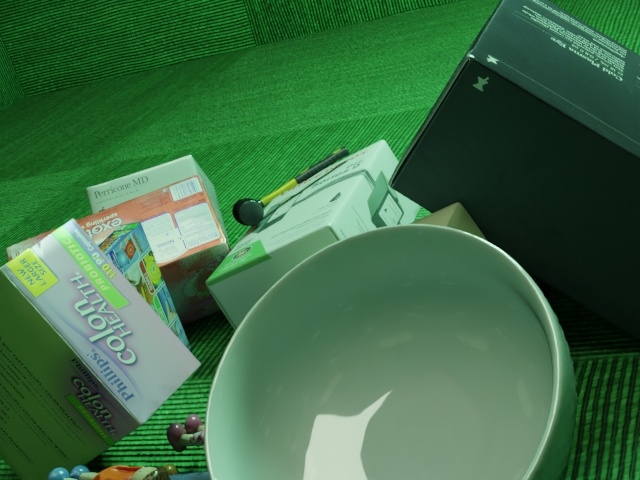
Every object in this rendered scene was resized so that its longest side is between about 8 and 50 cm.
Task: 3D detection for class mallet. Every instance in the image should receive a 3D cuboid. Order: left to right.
[{"bbox_3d":[-0.040,-0.078,1.406,0.190,0.039,0.062,-31,12,-2],"label":"mallet"}]

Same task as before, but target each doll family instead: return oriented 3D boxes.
[{"bbox_3d":[-0.124,0.251,0.985,0.163,0.118,0.263,-9,5,38],"label":"doll family"}]

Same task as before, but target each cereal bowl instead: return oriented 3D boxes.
[{"bbox_3d":[0.071,0.160,0.897,0.339,0.141,0.339,-17,49,20],"label":"cereal bowl"}]

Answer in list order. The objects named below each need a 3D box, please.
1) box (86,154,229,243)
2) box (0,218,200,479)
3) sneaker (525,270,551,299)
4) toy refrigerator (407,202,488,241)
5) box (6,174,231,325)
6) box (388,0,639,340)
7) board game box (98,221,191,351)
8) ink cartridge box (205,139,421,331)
[{"bbox_3d":[-0.261,-0.036,1.626,0.181,0.119,0.182,-18,-14,1],"label":"box"},{"bbox_3d":[-0.294,0.135,1.102,0.243,0.213,0.117,-38,5,40],"label":"box"},{"bbox_3d":[0.229,0.035,1.222,0.101,0.106,0.267,-31,-4,21],"label":"sneaker"},{"bbox_3d":[0.058,0.067,1.086,0.269,0.102,0.094,-24,20,37],"label":"toy refrigerator"},{"bbox_3d":[-0.276,0.050,1.436,0.300,0.142,0.154,-22,49,-6],"label":"box"},{"bbox_3d":[0.294,-0.100,1.129,0.343,0.179,0.312,32,33,3],"label":"box"},{"bbox_3d":[-0.240,0.095,1.286,0.035,0.201,0.136,-8,23,23],"label":"board game box"},{"bbox_3d":[0.000,0.000,1.378,0.211,0.121,0.289,-25,17,28],"label":"ink cartridge box"}]
